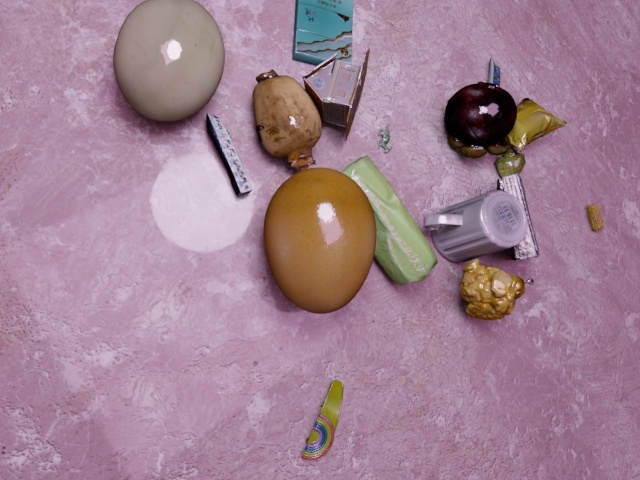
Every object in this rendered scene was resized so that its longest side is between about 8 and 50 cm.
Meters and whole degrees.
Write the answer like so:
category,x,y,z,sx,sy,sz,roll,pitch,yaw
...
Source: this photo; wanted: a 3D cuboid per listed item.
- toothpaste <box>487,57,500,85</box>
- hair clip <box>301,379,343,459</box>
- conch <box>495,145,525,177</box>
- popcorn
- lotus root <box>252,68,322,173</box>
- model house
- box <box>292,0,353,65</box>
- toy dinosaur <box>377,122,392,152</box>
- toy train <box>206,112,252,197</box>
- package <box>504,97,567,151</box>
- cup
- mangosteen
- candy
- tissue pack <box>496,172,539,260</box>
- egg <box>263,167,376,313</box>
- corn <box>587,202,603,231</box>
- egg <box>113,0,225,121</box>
category,x,y,z,sx,sy,sz,roll,pitch,yaw
toothpaste,0.546,-0.482,1.328,0.057,0.034,0.197,19,74,-33
hair clip,0.016,0.424,0.990,0.060,0.033,0.189,27,74,-17
conch,0.581,-0.230,1.293,0.089,0.074,0.121,-3,100,12
popcorn,0.440,0.138,1.113,0.163,0.194,0.140,24,76,11
lotus root,-0.086,-0.292,1.011,0.154,0.140,0.257,-24,83,-15
model house,0.031,-0.372,1.060,0.135,0.219,0.208,15,85,3
box,0.010,-0.586,1.144,0.161,0.041,0.229,6,79,-19
toy dinosaur,0.187,-0.285,1.173,0.083,0.021,0.062,-43,104,-17
toy train,-0.220,-0.206,0.999,0.047,0.043,0.208,-24,90,-24
package,0.617,-0.357,1.287,0.226,0.090,0.168,-26,56,-20
cup,0.399,-0.027,1.111,0.221,0.202,0.167,-23,87,-21
mangosteen,0.448,-0.343,1.192,0.209,0.210,0.210,3,80,-19
candy,0.168,-0.048,1.069,0.142,0.132,0.344,-37,95,-16
tissue pack,0.557,-0.062,1.197,0.073,0.173,0.236,-12,82,21
egg,0.000,0.000,0.936,0.250,0.250,0.323,-2,86,-20
corn,0.909,-0.077,1.393,0.037,0.037,0.092,-9,82,-21
egg,-0.320,-0.386,0.902,0.219,0.219,0.269,27,70,-14
